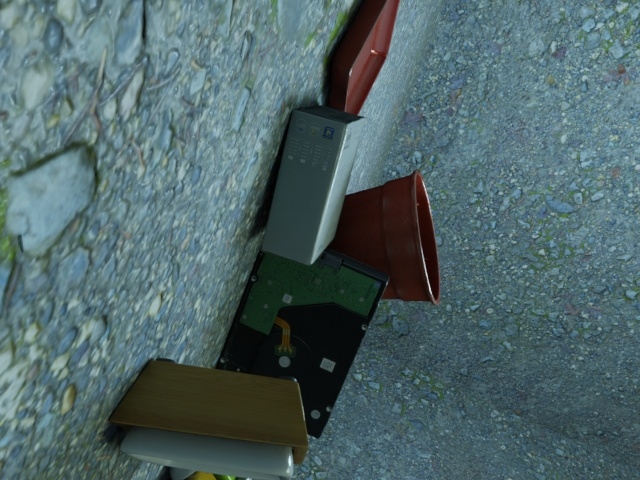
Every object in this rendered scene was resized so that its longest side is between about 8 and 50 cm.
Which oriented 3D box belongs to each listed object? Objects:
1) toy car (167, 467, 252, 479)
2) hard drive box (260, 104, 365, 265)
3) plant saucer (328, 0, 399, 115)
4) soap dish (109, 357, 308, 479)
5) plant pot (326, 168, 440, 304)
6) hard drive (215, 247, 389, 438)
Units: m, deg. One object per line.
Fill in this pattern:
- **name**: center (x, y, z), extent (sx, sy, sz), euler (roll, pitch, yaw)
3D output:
- **toy car**: center (-0.230, 0.465, 1.121), extent (0.136, 0.159, 0.182), euler (-33, -177, 15)
- **hard drive box**: center (-0.007, -0.098, 0.971), extent (0.181, 0.089, 0.232), euler (-47, 152, -71)
- **plant saucer**: center (0.076, -0.341, 1.091), extent (0.258, 0.048, 0.259), euler (96, 20, -69)
- **soap dish**: center (-0.131, 0.254, 0.797), extent (0.290, 0.229, 0.118), euler (98, 0, -65)
- **plant pot**: center (0.089, 0.010, 1.193), extent (0.272, 0.265, 0.272), euler (-8, 90, -73)
- **hard drive**: center (-0.042, 0.172, 1.091), extent (0.064, 0.237, 0.338), euler (-44, 156, -74)
